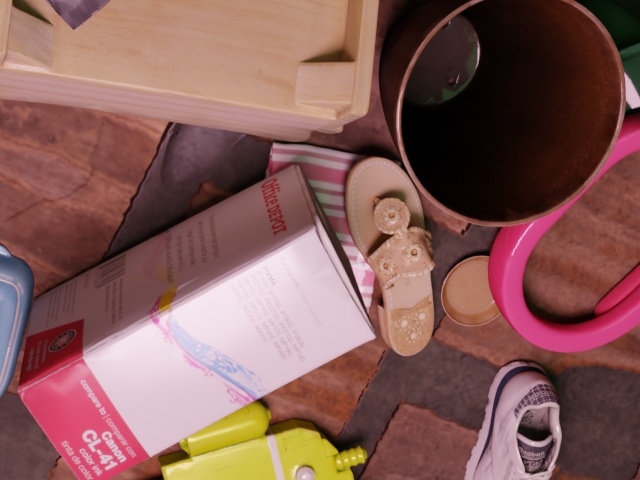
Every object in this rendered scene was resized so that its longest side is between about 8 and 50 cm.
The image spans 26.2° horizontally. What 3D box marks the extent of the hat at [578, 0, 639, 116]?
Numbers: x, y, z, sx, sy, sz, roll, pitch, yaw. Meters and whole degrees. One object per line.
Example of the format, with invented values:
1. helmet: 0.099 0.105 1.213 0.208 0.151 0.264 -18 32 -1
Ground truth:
1. hat: 0.273 -0.232 1.428 0.173 0.183 0.208 -22 158 -1

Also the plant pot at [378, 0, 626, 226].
1. plant pot: 0.141 -0.151 1.310 0.215 0.230 0.215 -5 110 -13

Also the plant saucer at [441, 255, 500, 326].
1. plant saucer: 0.170 0.053 1.511 0.083 0.015 0.083 -5 111 -14

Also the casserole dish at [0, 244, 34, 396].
1. casserole dish: -0.352 0.092 1.372 0.114 0.037 0.188 12 107 -19

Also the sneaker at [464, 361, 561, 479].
1. sneaker: 0.224 0.259 1.560 0.090 0.095 0.235 -4 112 -16

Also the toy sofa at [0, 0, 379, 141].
1. toy sofa: -0.138 -0.199 1.280 0.362 0.177 0.150 7 83 -18

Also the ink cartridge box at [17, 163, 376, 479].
1. ink cartridge box: -0.119 0.073 1.306 0.306 0.226 0.131 -26 109 3

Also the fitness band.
1. fitness band: 0.314 -0.005 1.491 0.291 0.054 0.209 -47 122 8

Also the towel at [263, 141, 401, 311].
1. towel: 0.000 0.000 1.438 0.144 0.029 0.197 6 108 -18

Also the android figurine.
1. android figurine: -0.073 0.296 1.496 0.273 0.056 0.248 -13 99 -8

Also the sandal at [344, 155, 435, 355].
1. sandal: 0.094 0.026 1.427 0.088 0.079 0.240 -26 123 -22

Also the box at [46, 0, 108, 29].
1. box: -0.160 -0.349 1.051 0.307 0.076 0.242 -35 104 25
